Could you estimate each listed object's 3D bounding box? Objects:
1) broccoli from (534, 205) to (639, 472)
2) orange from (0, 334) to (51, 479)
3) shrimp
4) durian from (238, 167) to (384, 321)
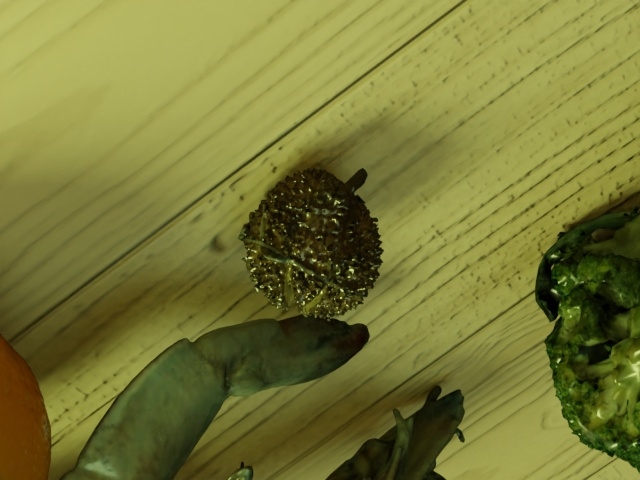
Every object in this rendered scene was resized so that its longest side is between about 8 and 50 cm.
[{"bbox_3d":[0.296,0.033,0.843,0.304,0.321,0.283,-9,105,-34],"label":"broccoli"},{"bbox_3d":[-0.229,0.114,0.705,0.193,0.161,0.193,-11,128,-15],"label":"orange"},{"bbox_3d":[-0.031,0.150,0.848,0.360,0.085,0.247,-23,121,-39],"label":"shrimp"},{"bbox_3d":[0.000,0.000,0.778,0.091,0.080,0.080,-51,135,6],"label":"durian"}]
